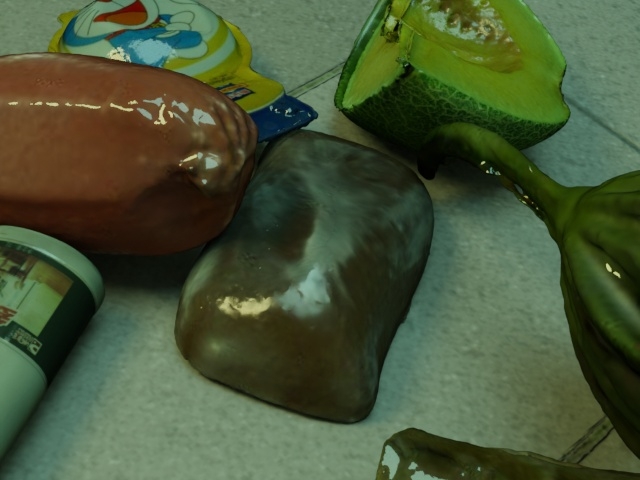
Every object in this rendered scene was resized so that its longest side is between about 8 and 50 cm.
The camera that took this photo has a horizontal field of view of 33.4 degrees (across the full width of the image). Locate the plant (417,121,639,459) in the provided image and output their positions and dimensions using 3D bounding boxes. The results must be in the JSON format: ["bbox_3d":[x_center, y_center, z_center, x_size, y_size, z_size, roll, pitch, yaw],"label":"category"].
[{"bbox_3d":[0.152,0.013,0.670,0.333,0.251,0.180,26,72,26],"label":"plant"}]

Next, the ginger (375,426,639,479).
[{"bbox_3d":[0.154,0.177,0.593,0.262,0.109,0.117,15,56,5],"label":"ginger"}]

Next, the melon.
[{"bbox_3d":[0.115,-0.136,0.920,0.169,0.129,0.265,31,37,-12],"label":"melon"}]

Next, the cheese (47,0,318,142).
[{"bbox_3d":[-0.119,-0.146,0.890,0.177,0.069,0.270,-27,48,-36],"label":"cheese"}]

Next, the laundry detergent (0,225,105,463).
[{"bbox_3d":[-0.218,0.087,0.633,0.099,0.070,0.226,24,44,0],"label":"laundry detergent"}]

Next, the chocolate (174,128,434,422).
[{"bbox_3d":[-0.001,-0.002,0.767,0.156,0.080,0.254,18,43,7],"label":"chocolate"}]

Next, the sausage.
[{"bbox_3d":[-0.165,-0.059,0.736,0.254,0.148,0.148,9,42,10],"label":"sausage"}]
